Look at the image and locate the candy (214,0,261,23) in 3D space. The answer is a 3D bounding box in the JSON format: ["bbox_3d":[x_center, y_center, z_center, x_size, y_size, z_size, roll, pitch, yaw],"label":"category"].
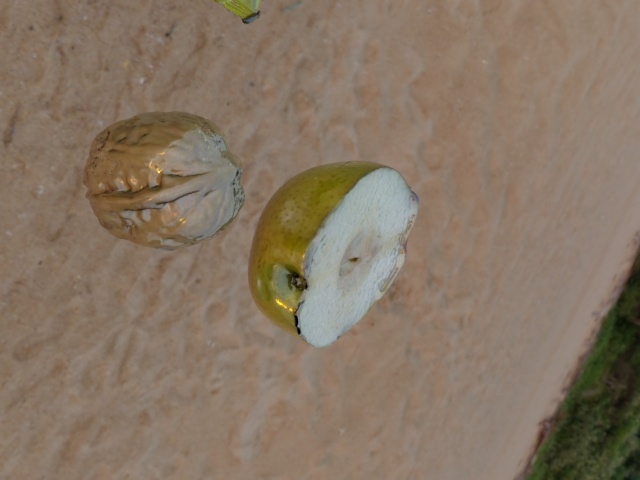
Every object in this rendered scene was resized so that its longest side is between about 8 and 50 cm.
[{"bbox_3d":[-0.121,-0.446,1.296,0.297,0.187,0.081,-54,168,-49],"label":"candy"}]

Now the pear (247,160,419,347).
[{"bbox_3d":[0.000,0.000,1.424,0.386,0.191,0.340,-19,128,-57],"label":"pear"}]

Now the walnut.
[{"bbox_3d":[-0.213,-0.082,1.095,0.198,0.245,0.198,13,75,-57],"label":"walnut"}]
